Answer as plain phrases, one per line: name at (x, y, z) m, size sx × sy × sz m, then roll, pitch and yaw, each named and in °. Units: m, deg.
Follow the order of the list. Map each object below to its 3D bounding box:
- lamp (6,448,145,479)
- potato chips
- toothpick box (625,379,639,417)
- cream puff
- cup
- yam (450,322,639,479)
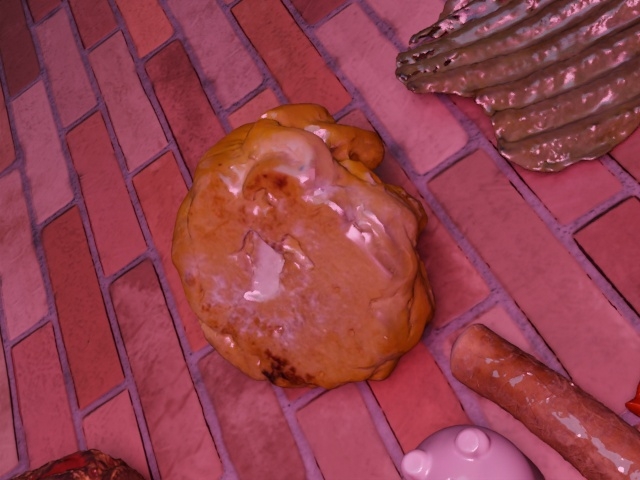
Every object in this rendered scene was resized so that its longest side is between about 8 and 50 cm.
lamp at (-0.333, 0.363, 0.869) m, size 0.273 × 0.177 × 0.177 m, roll -25°, pitch 54°, yaw 14°
potato chips at (0.303, -0.289, 0.949) m, size 0.389 × 0.097 × 0.373 m, roll -47°, pitch 53°, yaw -1°
toothpick box at (0.339, 0.140, 0.713) m, size 0.047 × 0.047 × 0.083 m, roll 20°, pitch 75°, yaw 35°
cream puff at (0.001, 0.002, 0.867) m, size 0.324 × 0.257 × 0.291 m, roll 41°, pitch 126°, yaw 4°
cup at (0.155, 0.260, 0.682) m, size 0.134 × 0.142 × 0.173 m, roll -38°, pitch 53°, yaw 3°
yam at (0.265, 0.201, 0.702) m, size 0.081 × 0.081 × 0.356 m, roll -49°, pitch 51°, yaw -5°
